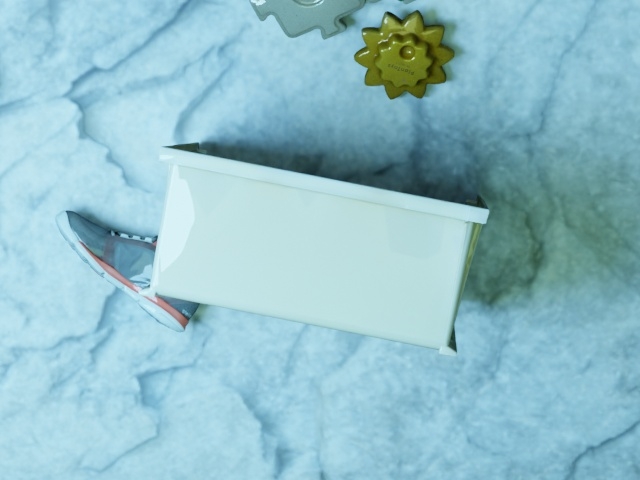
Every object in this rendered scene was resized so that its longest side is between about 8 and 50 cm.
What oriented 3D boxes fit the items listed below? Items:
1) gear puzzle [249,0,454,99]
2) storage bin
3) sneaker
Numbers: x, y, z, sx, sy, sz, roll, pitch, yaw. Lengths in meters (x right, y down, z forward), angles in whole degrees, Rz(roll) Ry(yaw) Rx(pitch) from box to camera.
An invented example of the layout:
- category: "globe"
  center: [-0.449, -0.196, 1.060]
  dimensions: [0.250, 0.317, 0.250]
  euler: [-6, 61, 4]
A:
- category: "gear puzzle"
  center: [0.004, -0.244, 1.614]
  dimensions: [0.175, 0.044, 0.339]
  euler: [-22, 121, 17]
- category: "storage bin"
  center: [0.000, 0.000, 1.633]
  dimensions: [0.262, 0.260, 0.123]
  euler: [10, 95, 2]
- category: "sneaker"
  center: [-0.172, 0.015, 1.774]
  dimensions: [0.158, 0.061, 0.065]
  euler: [40, 84, -10]
